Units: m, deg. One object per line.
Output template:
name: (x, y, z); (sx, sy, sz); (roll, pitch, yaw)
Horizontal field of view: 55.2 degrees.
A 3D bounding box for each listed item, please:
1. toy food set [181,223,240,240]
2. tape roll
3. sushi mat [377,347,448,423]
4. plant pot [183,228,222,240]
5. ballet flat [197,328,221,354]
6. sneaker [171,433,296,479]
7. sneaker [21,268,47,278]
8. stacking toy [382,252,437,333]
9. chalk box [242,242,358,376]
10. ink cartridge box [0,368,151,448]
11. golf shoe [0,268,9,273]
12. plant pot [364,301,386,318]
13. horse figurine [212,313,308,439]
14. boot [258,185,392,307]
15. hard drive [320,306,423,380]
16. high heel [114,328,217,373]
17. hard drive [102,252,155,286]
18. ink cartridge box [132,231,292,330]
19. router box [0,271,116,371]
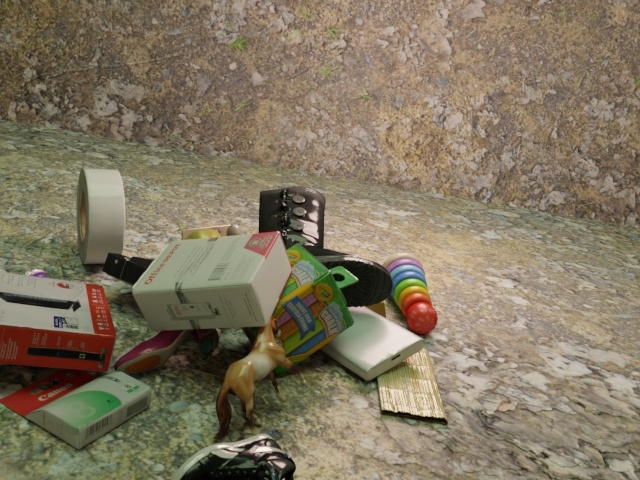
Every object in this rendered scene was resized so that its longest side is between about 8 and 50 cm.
toy food set: (-0.287, 0.019, 2.011); (0.220, 0.092, 0.306); (-7, 25, -41)
tape roll: (-0.651, -0.072, 1.803); (0.100, 0.286, 0.286); (-1, 22, -27)
sushi mat: (0.209, 0.332, 1.477); (0.152, 0.019, 0.316); (8, 19, -2)
plant pot: (-0.321, 0.048, 1.738); (0.134, 0.134, 0.095); (-3, 35, -33)
ballet flat: (-0.279, 0.219, 1.498); (0.070, 0.070, 0.188); (-3, 26, -32)
sneaker: (-0.130, 0.398, 1.027); (0.217, 0.079, 0.121); (-8, 24, -44)
sneaker: (-0.737, 0.135, 1.538); (0.071, 0.068, 0.170); (25, 28, -2)
stacking toy: (0.278, 0.165, 1.834); (0.141, 0.141, 0.330); (6, 24, -10)
chalk box: (-0.050, 0.142, 1.456); (0.289, 0.179, 0.180); (-35, 35, -14)
ink cartridge box: (-0.474, 0.298, 1.189); (0.225, 0.056, 0.181); (20, 21, 24)
golf shoe: (-0.830, 0.111, 1.530); (0.086, 0.069, 0.176); (14, 20, -6)
plant pot: (0.142, 0.198, 1.736); (0.083, 0.081, 0.081); (-5, 19, 5)
horse figurine: (-0.127, 0.278, 1.225); (0.066, 0.174, 0.263); (-14, 18, 42)
boot: (-0.002, -0.001, 1.771); (0.367, 0.146, 0.445); (8, 28, -9)
hard drive: (0.082, 0.239, 1.585); (0.203, 0.040, 0.308); (-20, 32, -37)
high heel: (-0.360, 0.207, 1.369); (0.244, 0.082, 0.117); (-25, 61, -30)
hard drive: (-0.370, 0.120, 1.623); (0.339, 0.064, 0.237); (17, 0, 22)
ink cartridge box: (-0.232, 0.088, 1.345); (0.283, 0.117, 0.207); (-5, 31, 20)
router box: (-0.616, 0.166, 1.318); (0.301, 0.082, 0.335); (11, 9, -27)
